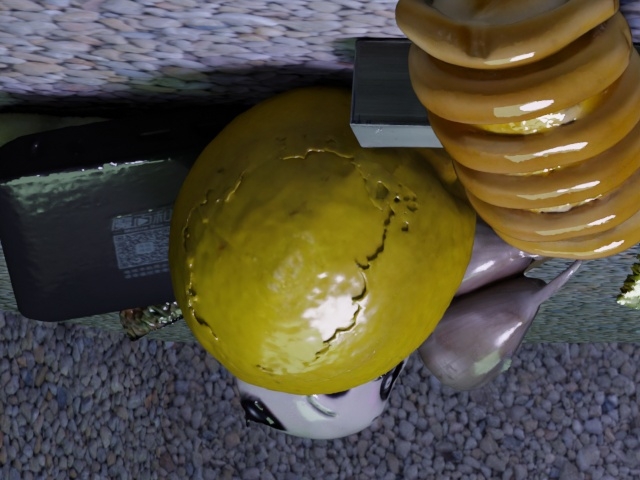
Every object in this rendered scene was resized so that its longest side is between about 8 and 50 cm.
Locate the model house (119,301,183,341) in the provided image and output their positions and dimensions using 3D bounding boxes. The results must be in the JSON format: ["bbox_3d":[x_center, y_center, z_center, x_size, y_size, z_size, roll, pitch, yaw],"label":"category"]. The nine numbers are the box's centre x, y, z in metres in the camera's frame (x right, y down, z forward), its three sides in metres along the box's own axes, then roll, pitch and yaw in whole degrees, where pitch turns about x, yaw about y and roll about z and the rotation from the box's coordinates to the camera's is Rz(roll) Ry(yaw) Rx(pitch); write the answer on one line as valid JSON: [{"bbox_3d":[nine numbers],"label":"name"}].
[{"bbox_3d":[-0.169,-0.009,2.265,0.183,0.172,0.166,-23,-168,26],"label":"model house"}]

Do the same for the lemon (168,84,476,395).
[{"bbox_3d":[0.000,0.000,1.823,0.297,0.297,0.297,3,172,0],"label":"lemon"}]

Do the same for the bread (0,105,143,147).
[{"bbox_3d":[-0.207,-0.097,2.070,0.207,0.056,0.286,-2,172,40],"label":"bread"}]

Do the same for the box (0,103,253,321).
[{"bbox_3d":[-0.188,-0.023,2.008,0.290,0.073,0.289,-10,146,-6],"label":"box"}]

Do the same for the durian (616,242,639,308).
[{"bbox_3d":[0.495,0.004,2.081,0.352,0.169,0.158,-5,168,40],"label":"durian"}]

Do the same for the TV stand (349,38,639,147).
[{"bbox_3d":[0.166,-0.123,1.653,0.270,0.082,0.088,3,170,8],"label":"TV stand"}]

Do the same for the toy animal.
[{"bbox_3d":[-0.007,0.093,2.410,0.251,0.309,0.251,3,170,1],"label":"toy animal"}]

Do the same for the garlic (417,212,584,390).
[{"bbox_3d":[0.216,0.058,2.363,0.237,0.210,0.292,-22,175,-14],"label":"garlic"}]

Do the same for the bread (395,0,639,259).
[{"bbox_3d":[0.179,-0.085,1.505,0.173,0.121,0.311,-6,146,20],"label":"bread"}]
